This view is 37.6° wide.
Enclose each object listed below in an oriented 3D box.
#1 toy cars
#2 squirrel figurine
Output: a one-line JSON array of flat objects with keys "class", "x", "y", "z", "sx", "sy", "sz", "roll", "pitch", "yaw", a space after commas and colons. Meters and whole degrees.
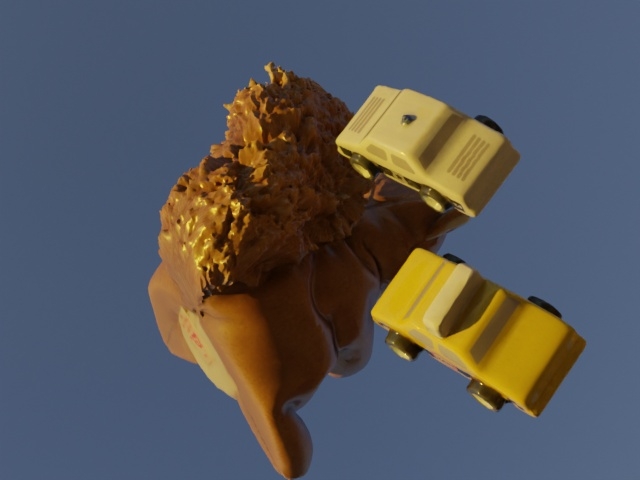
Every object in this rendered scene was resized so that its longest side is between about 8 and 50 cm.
[{"class": "toy cars", "x": 0.108, "y": -0.020, "z": 0.865, "sx": 0.176, "sy": 0.394, "sz": 0.087, "roll": -20, "pitch": -36, "yaw": 14}, {"class": "squirrel figurine", "x": 0.000, "y": 0.000, "z": 1.119, "sx": 0.370, "sy": 0.281, "sz": 0.397, "roll": -32, "pitch": -47, "yaw": -23}]
